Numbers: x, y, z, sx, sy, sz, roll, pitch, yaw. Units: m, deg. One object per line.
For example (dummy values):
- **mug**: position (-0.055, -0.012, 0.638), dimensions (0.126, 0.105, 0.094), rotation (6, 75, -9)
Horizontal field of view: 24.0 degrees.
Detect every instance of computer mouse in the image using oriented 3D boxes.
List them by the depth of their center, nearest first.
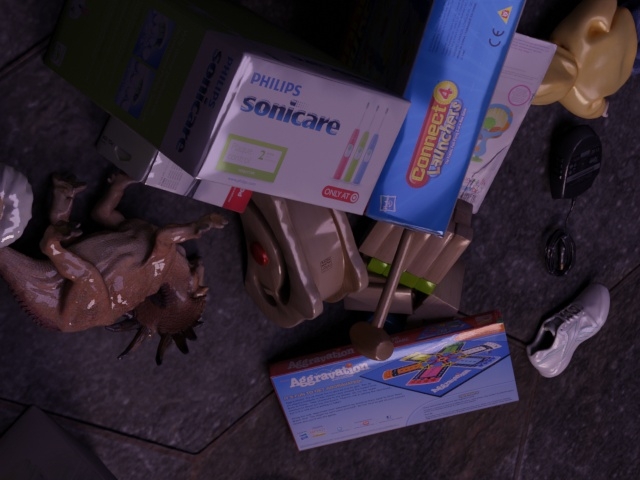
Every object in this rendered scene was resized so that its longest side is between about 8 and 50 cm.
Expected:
- **computer mouse**: position (0.322, -0.051, 1.979), dimensions (0.071, 0.041, 0.242), rotation (-22, 133, -31)

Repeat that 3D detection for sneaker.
- **sneaker**: position (0.343, 0.118, 2.079), dimensions (0.152, 0.053, 0.061), rotation (-53, 133, -2)

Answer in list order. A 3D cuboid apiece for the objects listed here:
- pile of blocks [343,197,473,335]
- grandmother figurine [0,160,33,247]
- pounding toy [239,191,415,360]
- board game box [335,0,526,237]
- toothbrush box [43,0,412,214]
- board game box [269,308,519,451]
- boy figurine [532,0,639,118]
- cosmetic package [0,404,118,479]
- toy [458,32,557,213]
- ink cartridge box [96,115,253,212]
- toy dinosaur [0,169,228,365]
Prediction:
- **pile of blocks**: position (0.109, 0.060, 1.830), dimensions (0.113, 0.148, 0.362), rotation (-75, 168, -47)
- **grandmother figurine**: position (-0.413, -0.037, 1.319), dimensions (0.342, 0.104, 0.208), rotation (3, 121, -38)
- **pounding toy**: position (0.000, 0.000, 1.666), dimensions (0.154, 0.154, 0.270), rotation (-29, 111, -24)
- **board game box**: position (0.099, -0.202, 1.506), dimensions (0.086, 0.302, 0.308), rotation (13, 107, -14)
- **toothbrush box**: position (-0.091, -0.146, 1.392), dimensions (0.206, 0.283, 0.122), rotation (11, 106, -44)
- **board game box**: position (0.091, 0.170, 1.809), dimensions (0.281, 0.027, 0.145), rotation (-13, 133, 4)
- **boy figurine**: position (0.332, -0.224, 1.842), dimensions (0.285, 0.092, 0.177), rotation (-25, 129, -26)
- **cosmetic package**: position (-0.288, 0.331, 1.547), dimensions (0.224, 0.224, 0.138), rotation (-47, 133, -9)
- **toy**: position (0.162, -0.150, 1.754), dimensions (0.136, 0.056, 0.237), rotation (12, 118, -18)
- **ink cartridge box**: position (-0.142, -0.084, 1.517), dimensions (0.135, 0.099, 0.056), rotation (16, 103, -45)
- **toy dinosaur**: position (-0.216, 0.045, 1.521), dimensions (0.295, 0.127, 0.200), rotation (-7, 126, -31)
